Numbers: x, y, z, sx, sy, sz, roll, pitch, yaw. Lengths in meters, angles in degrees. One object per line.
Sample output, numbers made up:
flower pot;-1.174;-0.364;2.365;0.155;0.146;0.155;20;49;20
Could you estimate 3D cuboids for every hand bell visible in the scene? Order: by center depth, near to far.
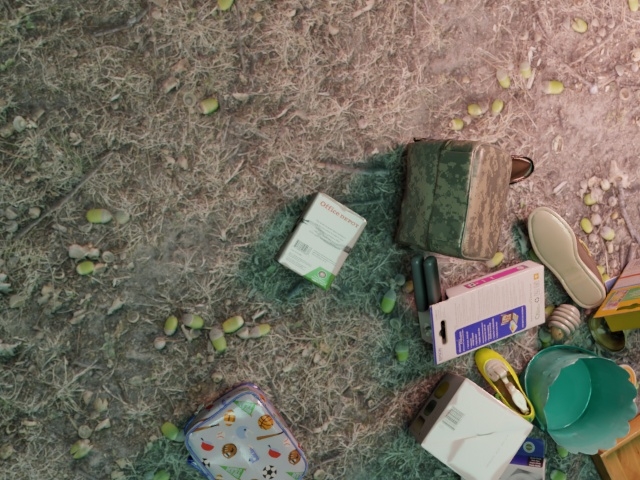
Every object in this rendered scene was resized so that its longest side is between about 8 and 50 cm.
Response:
hand bell;0.904;0.213;1.926;0.242;0.126;0.126;-24;97;-23

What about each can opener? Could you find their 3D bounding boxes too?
can opener;0.290;0.156;1.764;0.093;0.074;0.280;-47;132;-44

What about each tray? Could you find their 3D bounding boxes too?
tray;0.959;0.737;1.960;0.203;0.076;0.411;-28;99;-10

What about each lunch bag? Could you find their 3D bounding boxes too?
lunch bag;-0.195;0.522;1.682;0.243;0.115;0.303;-36;100;-6
lunch bag;0.318;-0.111;1.702;0.213;0.256;0.305;5;94;-50

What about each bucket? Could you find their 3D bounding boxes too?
bucket;0.691;0.427;1.833;0.281;0.183;0.281;0;92;-13

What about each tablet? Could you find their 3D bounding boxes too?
tablet;0.869;0.130;1.949;0.083;0.006;0.054;-21;97;-10

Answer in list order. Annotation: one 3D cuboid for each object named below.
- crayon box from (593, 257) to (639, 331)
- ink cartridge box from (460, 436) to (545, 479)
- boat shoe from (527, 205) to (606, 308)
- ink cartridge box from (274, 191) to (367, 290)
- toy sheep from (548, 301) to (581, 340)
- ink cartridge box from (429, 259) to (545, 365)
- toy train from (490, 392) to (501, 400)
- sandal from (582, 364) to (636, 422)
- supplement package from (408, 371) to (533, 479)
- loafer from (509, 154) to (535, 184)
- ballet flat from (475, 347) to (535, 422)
crayon box;0.887;0.140;1.784;0.323;0.203;0.083;-36;100;-41
ink cartridge box;0.491;0.640;1.811;0.223;0.045;0.224;-1;92;23
boat shoe;0.684;0.036;1.860;0.117;0.097;0.324;-33;97;31
ink cartridge box;0.000;0.000;1.714;0.153;0.087;0.208;32;86;-11
toy sheep;0.687;0.224;1.876;0.091;0.091;0.132;38;70;-11
ink cartridge box;0.436;0.188;1.778;0.371;0.069;0.175;-17;112;-23
toy train;0.474;0.446;1.871;0.083;0.017;0.023;-22;87;-10
sandal;0.843;0.485;1.919;0.102;0.076;0.265;35;83;-14
supplement package;0.370;0.477;1.703;0.198;0.262;0.199;36;84;5
loafer;0.491;-0.186;1.817;0.220;0.078;0.080;-11;95;-11
ballet flat;0.496;0.381;1.790;0.077;0.077;0.231;-31;67;0
